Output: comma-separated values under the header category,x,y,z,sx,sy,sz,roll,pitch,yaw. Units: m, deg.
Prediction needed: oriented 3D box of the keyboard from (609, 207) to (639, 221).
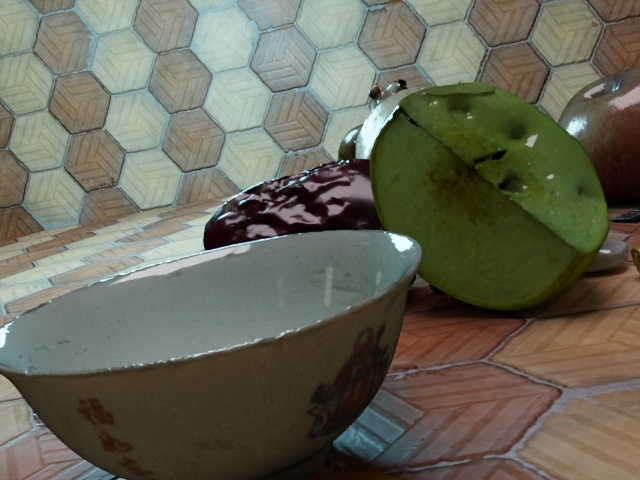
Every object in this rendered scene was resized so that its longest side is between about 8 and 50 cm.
category,x,y,z,sx,sy,sz,roll,pitch,yaw
keyboard,0.651,-0.064,1.574,0.198,0.010,0.063,-18,10,-30

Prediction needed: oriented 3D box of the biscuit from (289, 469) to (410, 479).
category,x,y,z,sx,sy,sz,roll,pitch,yaw
biscuit,0.033,0.230,0.635,0.144,0.033,0.224,-14,11,-9

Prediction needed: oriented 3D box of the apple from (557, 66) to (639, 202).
category,x,y,z,sx,sy,sz,roll,pitch,yaw
apple,0.651,-0.227,1.729,0.345,0.269,0.345,-12,11,2

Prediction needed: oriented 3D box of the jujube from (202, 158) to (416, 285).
category,x,y,z,sx,sy,sz,roll,pitch,yaw
jujube,0.000,0.000,1.356,0.377,0.258,0.258,-17,10,10

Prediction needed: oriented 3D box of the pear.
category,x,y,z,sx,sy,sz,roll,pitch,yaw
pear,0.263,-0.075,1.215,0.318,0.342,0.238,-35,-18,-46

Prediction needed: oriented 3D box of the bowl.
category,x,y,z,sx,sy,sz,roll,pitch,yaw
bowl,-0.093,0.137,0.814,0.435,0.196,0.435,-12,10,2

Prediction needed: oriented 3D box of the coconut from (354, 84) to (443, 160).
category,x,y,z,sx,sy,sz,roll,pitch,yaw
coconut,0.245,-0.124,1.528,0.353,0.352,0.352,-11,10,2

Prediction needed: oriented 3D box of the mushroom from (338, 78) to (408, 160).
category,x,y,z,sx,sy,sz,roll,pitch,yaw
mushroom,0.193,-0.189,1.856,0.345,0.259,0.345,-1,-25,-1

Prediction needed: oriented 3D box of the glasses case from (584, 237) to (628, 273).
category,x,y,z,sx,sy,sz,roll,pitch,yaw
glasses case,0.384,0.026,1.275,0.193,0.049,0.074,-5,15,31

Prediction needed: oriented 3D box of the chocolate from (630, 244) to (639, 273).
category,x,y,z,sx,sy,sz,roll,pitch,yaw
chocolate,0.556,0.001,1.159,0.219,0.085,0.085,-13,11,-2

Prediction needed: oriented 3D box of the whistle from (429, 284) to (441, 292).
category,x,y,z,sx,sy,sz,roll,pitch,yaw
whistle,0.252,0.049,1.350,0.176,0.033,0.033,-18,12,-34
